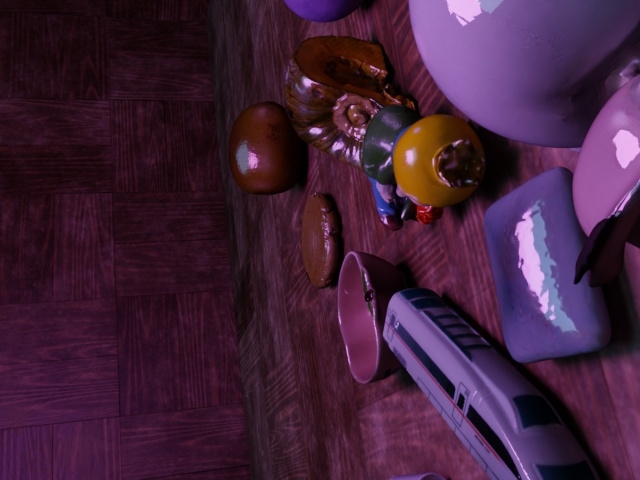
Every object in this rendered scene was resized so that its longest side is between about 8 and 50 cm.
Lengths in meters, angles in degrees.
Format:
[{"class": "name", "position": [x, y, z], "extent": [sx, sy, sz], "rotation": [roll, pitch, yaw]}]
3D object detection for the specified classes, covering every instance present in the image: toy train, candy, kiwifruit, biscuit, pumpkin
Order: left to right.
[{"class": "kiwifruit", "position": [-0.134, -0.229, 1.600], "extent": [0.196, 0.196, 0.234], "rotation": [178, 96, -74]}, {"class": "biscuit", "position": [0.000, 0.000, 1.427], "extent": [0.226, 0.042, 0.226], "rotation": [179, 90, -75]}, {"class": "pumpkin", "position": [0.074, -0.225, 1.071], "extent": [0.280, 0.190, 0.139], "rotation": [30, 135, 18]}, {"class": "toy train", "position": [0.188, 0.173, 0.737], "extent": [0.407, 0.086, 0.088], "rotation": [-129, 45, -63]}, {"class": "candy", "position": [0.215, 0.029, 0.635], "extent": [0.138, 0.071, 0.174], "rotation": [134, 132, -68]}]

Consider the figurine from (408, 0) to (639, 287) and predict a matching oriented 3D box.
[{"class": "figurine", "position": [0.190, -0.153, 0.444], "extent": [0.253, 0.211, 0.361], "rotation": [105, 155, -46]}]

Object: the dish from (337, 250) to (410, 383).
[{"class": "dish", "position": [0.098, 0.121, 1.026], "extent": [0.213, 0.090, 0.213], "rotation": [176, 90, -76]}]

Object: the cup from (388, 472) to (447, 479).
[{"class": "cup", "position": [0.150, 0.390, 0.942], "extent": [0.104, 0.074, 0.116], "rotation": [58, 151, 12]}]

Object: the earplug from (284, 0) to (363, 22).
[{"class": "earplug", "position": [0.022, -0.552, 0.995], "extent": [0.456, 0.215, 0.215], "rotation": [103, 158, -50]}]

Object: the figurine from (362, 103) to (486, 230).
[{"class": "figurine", "position": [0.135, -0.077, 0.828], "extent": [0.234, 0.127, 0.185], "rotation": [37, 134, 57]}]
